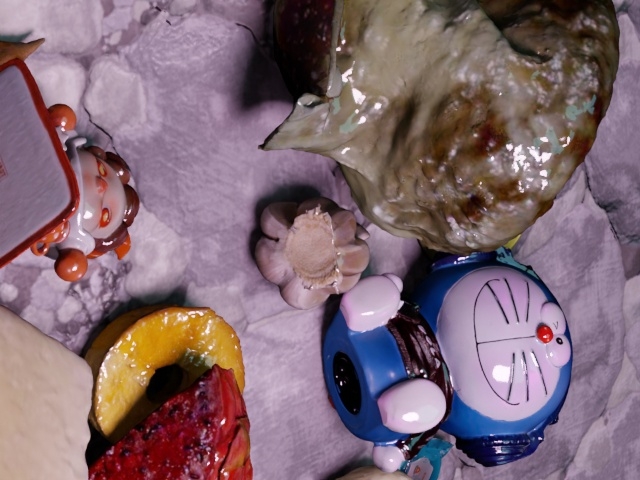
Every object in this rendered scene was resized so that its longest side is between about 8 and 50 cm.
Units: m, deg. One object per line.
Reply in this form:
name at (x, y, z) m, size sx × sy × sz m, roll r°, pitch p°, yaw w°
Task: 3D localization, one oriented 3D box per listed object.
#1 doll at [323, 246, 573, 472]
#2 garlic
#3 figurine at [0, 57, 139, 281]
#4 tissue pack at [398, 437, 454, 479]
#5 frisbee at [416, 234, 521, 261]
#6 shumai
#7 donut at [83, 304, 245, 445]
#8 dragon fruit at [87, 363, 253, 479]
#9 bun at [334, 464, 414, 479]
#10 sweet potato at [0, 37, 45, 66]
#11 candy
doll at (0.167, 0.140, 2.054) m, size 0.310 × 0.240 × 0.284 m, roll -12°, pitch 82°, yaw -24°
garlic at (0.000, 0.000, 1.955) m, size 0.131 × 0.127 × 0.194 m, roll 63°, pitch 26°, yaw -6°
figurine at (-0.257, -0.040, 1.675) m, size 0.160 × 0.183 × 0.226 m, roll -34°, pitch 154°, yaw 17°
tissue pack at (0.116, 0.315, 2.184) m, size 0.085 × 0.028 × 0.138 m, roll 20°, pitch 92°, yaw -39°
frisbee at (0.202, -0.069, 2.173) m, size 0.236 × 0.017 × 0.236 m, roll -11°, pitch 107°, yaw -40°
shumai at (0.106, -0.197, 1.878) m, size 0.348 × 0.395 × 0.395 m, roll 30°, pitch 79°, yaw -14°
donut at (-0.179, 0.150, 1.849) m, size 0.190 × 0.074 × 0.174 m, roll -27°, pitch 119°, yaw -29°
dragon fruit at (-0.153, 0.307, 1.801) m, size 0.317 × 0.152 × 0.205 m, roll -41°, pitch 146°, yaw 2°
bun at (0.050, 0.365, 2.088) m, size 0.164 × 0.111 × 0.188 m, roll 12°, pitch 95°, yaw -26°
sweet potato at (-0.317, -0.177, 1.662) m, size 0.117 × 0.049 × 0.049 m, roll -32°, pitch 120°, yaw -35°
candy at (-0.323, 0.232, 1.611) m, size 0.179 × 0.135 × 0.321 m, roll 37°, pitch 39°, yaw -45°
